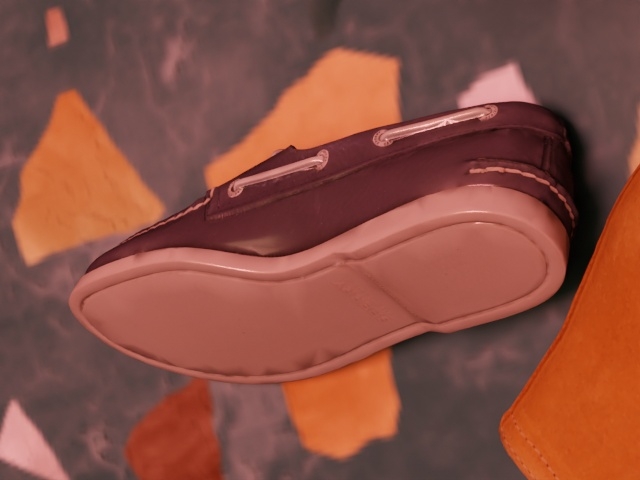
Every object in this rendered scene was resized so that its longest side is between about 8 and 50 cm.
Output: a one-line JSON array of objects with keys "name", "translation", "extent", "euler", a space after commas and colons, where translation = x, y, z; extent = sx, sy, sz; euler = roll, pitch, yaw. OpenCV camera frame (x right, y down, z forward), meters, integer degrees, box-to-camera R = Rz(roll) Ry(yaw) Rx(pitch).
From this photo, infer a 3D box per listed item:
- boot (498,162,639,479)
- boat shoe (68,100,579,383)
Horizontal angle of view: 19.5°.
[{"name": "boot", "translation": [0.200, 0.068, 0.518], "extent": [0.295, 0.104, 0.211], "euler": [39, 114, 29]}, {"name": "boat shoe", "translation": [0.000, 0.000, 0.658], "extent": [0.206, 0.075, 0.065], "euler": [-13, 45, 36]}]
